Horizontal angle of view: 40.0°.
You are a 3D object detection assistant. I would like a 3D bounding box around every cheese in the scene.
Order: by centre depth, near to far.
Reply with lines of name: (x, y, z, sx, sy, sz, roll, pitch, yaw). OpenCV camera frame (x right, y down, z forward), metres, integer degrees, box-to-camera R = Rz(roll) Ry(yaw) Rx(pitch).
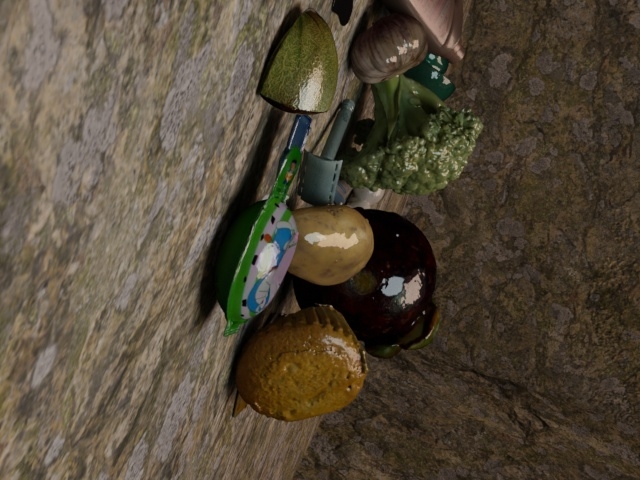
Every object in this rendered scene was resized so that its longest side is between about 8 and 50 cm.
cheese: (-0.070, -0.020, 1.199, 0.204, 0.083, 0.320, 1, 110, -81)

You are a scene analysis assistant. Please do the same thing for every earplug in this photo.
earplug: (0.227, -0.403, 2.086, 0.280, 0.164, 0.257, -58, -153, -4)

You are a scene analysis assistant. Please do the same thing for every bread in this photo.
bread: (-0.038, 0.218, 1.563, 0.139, 0.240, 0.239, -104, -158, -49)

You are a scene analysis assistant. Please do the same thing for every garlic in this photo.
garlic: (0.118, -0.341, 1.549, 0.159, 0.102, 0.147, -27, 174, -44)

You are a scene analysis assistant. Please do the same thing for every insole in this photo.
insole: (0.035, -0.359, 1.350, 0.153, 0.002, 0.053, -33, 142, -76)

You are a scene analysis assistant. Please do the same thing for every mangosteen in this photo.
mangosteen: (0.095, 0.081, 1.734, 0.311, 0.311, 0.311, 20, 90, -81)

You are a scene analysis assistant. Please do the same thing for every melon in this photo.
melon: (-0.011, -0.224, 1.116, 0.160, 0.079, 0.128, -51, 161, -64)

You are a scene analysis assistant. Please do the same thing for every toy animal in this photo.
toy animal: (0.133, -0.114, 2.150, 0.181, 0.127, 0.131, -57, 163, -9)

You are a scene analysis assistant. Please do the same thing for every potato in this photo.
potato: (-0.003, 0.003, 1.491, 0.235, 0.128, 0.161, -3, 143, -43)

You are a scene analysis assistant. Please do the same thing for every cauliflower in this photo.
cauliflower: (0.174, -0.220, 1.801, 0.281, 0.327, 0.260, 67, -27, 21)

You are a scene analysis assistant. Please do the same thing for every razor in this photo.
razor: (0.021, -0.173, 1.548, 0.106, 0.068, 0.232, 103, 5, -45)

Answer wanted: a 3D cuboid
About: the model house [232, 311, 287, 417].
model house: (-0.063, 0.266, 1.735, 0.207, 0.136, 0.219, 41, 70, -83)

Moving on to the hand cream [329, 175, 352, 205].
hand cream: (0.039, -0.107, 1.808, 0.043, 0.065, 0.170, -39, -175, 21)

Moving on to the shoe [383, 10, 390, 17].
shoe: (0.189, -0.496, 1.724, 0.089, 0.092, 0.180, 34, 73, -86)

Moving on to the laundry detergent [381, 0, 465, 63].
laundry detergent: (0.214, -0.446, 1.629, 0.237, 0.076, 0.171, 37, 74, -43)
